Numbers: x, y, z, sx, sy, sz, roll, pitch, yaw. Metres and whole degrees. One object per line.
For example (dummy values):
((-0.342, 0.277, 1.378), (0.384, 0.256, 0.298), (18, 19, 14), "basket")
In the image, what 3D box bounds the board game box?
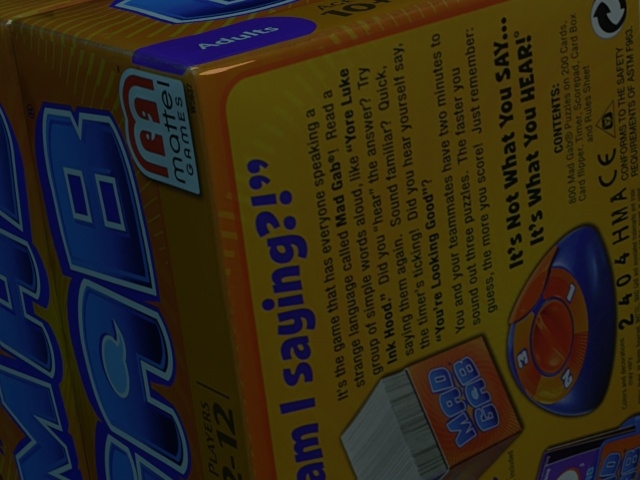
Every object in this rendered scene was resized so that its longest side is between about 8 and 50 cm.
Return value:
((0.000, 0.000, 0.944), (0.356, 0.356, 0.356), (-20, 25, -32), "board game box")
